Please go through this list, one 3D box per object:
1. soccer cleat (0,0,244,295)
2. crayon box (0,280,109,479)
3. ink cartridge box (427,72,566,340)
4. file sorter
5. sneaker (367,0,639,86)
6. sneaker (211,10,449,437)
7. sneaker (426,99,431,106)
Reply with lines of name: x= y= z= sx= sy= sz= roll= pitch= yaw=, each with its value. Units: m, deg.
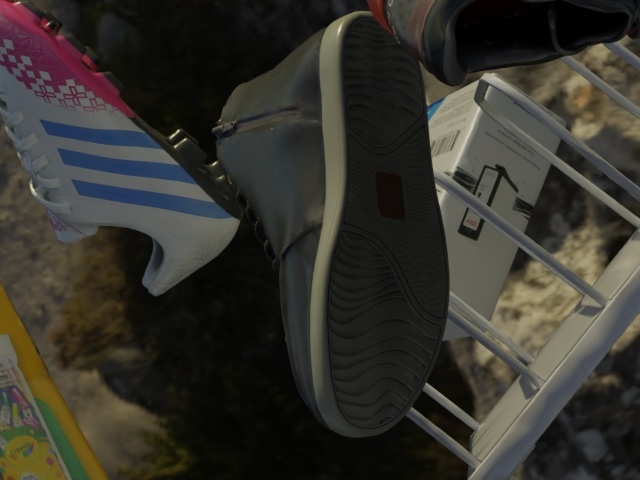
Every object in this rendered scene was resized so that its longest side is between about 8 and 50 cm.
soccer cleat: x=-0.215 y=-0.085 z=1.181 sx=0.331 sy=0.116 sz=0.143 roll=42 pitch=91 yaw=-13
crayon box: x=-0.135 y=0.179 z=0.507 sx=0.083 sy=0.203 sz=0.323 roll=-36 pitch=79 yaw=31
ink cartridge box: x=0.102 y=-0.019 z=1.165 sx=0.148 sy=0.086 sz=0.203 roll=-19 pitch=43 yaw=62
file sorter: x=0.134 y=-0.002 z=0.941 sx=0.173 sy=0.193 sz=0.277 roll=39 pitch=94 yaw=4
sneaker: x=0.096 y=-0.085 z=0.434 sx=0.158 sy=0.061 sz=0.065 roll=-23 pitch=45 yaw=3
sneaker: x=0.000 y=0.000 z=0.742 sx=0.118 sy=0.083 sz=0.222 roll=-21 pitch=61 yaw=49
sneaker: x=0.076 y=-0.124 z=1.397 sx=0.237 sy=0.085 sz=0.086 roll=-120 pitch=6 yaw=-54
